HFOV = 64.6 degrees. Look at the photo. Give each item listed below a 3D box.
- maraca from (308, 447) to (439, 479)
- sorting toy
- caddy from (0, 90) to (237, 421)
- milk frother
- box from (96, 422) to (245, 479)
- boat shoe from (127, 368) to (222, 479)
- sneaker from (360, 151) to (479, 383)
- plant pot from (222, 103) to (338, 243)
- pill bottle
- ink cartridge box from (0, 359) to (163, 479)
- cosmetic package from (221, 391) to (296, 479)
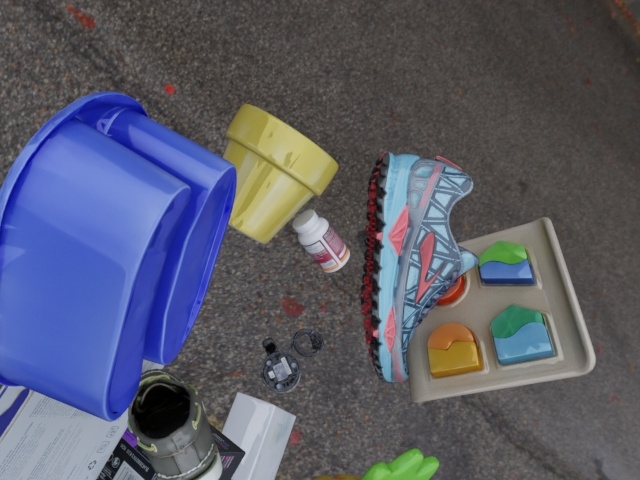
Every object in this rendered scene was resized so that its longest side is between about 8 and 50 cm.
[{"bbox_3d":[0.016,0.228,0.391,0.185,0.099,0.127,-43,142,2],"label":"maraca"},{"bbox_3d":[0.186,0.078,0.597,0.038,0.208,0.193,39,39,-44],"label":"sorting toy"},{"bbox_3d":[-0.232,0.018,0.546,0.179,0.341,0.241,24,21,6],"label":"caddy"},{"bbox_3d":[-0.060,0.272,1.140,0.143,0.135,0.129,-7,73,-4],"label":"milk frother"},{"bbox_3d":[-0.309,0.455,1.049,0.143,0.165,0.270,-59,150,-9],"label":"box"},{"bbox_3d":[-0.224,0.246,0.735,0.109,0.305,0.091,-23,109,-23],"label":"boat shoe"},{"bbox_3d":[0.111,0.040,0.549,0.125,0.104,0.262,2,106,-1],"label":"sneaker"},{"bbox_3d":[-0.127,-0.133,1.128,0.254,0.254,0.239,33,90,-28],"label":"plant pot"},{"bbox_3d":[0.000,0.000,1.242,0.152,0.086,0.086,53,50,-28],"label":"pill bottle"},{"bbox_3d":[-0.394,0.255,0.761,0.324,0.071,0.330,-60,158,-13],"label":"ink cartridge box"},{"bbox_3d":[-0.198,0.605,1.531,0.225,0.138,0.224,60,46,-60],"label":"cosmetic package"}]
